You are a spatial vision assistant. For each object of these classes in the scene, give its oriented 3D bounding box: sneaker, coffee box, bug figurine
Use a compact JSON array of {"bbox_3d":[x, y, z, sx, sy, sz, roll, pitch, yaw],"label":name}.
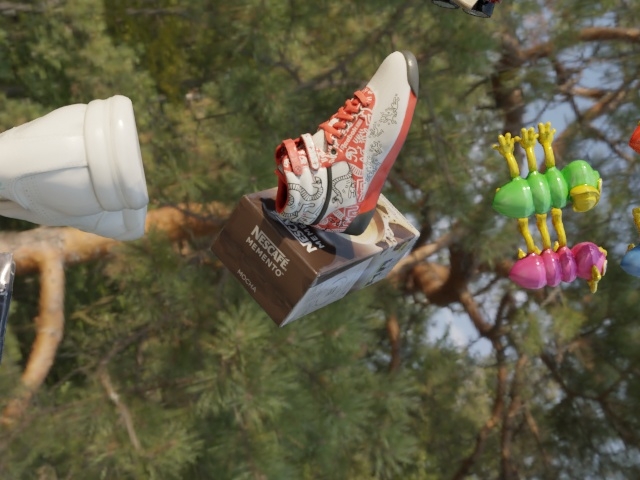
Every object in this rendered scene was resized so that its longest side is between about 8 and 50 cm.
[{"bbox_3d":[0.026,-0.136,1.074,0.090,0.145,0.270,-117,-138,-59],"label":"sneaker"},{"bbox_3d":[-0.150,-0.038,0.460,0.212,0.094,0.080,158,-78,-77],"label":"sneaker"},{"bbox_3d":[0.000,0.000,1.245,0.168,0.297,0.119,47,-56,16],"label":"coffee box"},{"bbox_3d":[0.264,-0.026,0.702,0.279,0.216,0.072,62,18,-53],"label":"bug figurine"}]

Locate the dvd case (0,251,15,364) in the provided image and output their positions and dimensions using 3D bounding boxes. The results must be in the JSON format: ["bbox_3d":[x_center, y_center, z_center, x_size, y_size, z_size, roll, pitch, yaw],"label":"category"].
[{"bbox_3d":[-0.307,0.078,0.473,0.018,0.222,0.164,110,-20,-61],"label":"dvd case"}]

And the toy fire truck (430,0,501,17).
[{"bbox_3d":[0.222,-0.467,1.394,0.246,0.217,0.158,-41,148,-82],"label":"toy fire truck"}]
